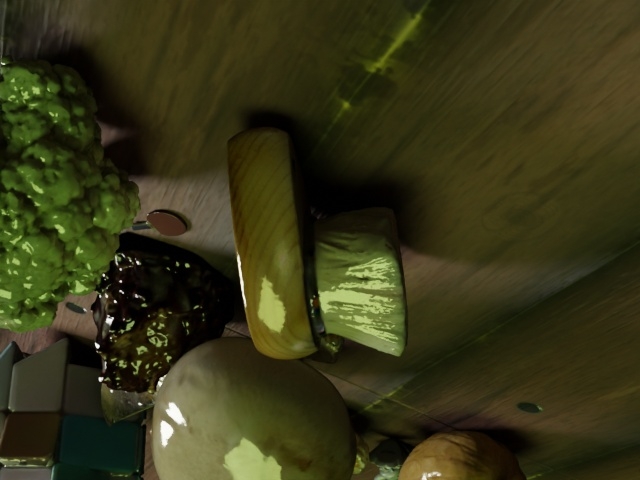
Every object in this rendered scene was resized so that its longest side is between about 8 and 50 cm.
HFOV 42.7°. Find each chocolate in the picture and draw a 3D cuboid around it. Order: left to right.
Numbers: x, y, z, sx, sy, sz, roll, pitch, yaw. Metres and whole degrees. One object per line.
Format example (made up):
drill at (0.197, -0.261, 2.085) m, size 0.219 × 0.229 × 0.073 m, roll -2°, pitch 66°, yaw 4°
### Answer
chocolate at (-0.240, 0.127, 1.141) m, size 0.206 × 0.177 × 0.224 m, roll -12°, pitch 139°, yaw 39°

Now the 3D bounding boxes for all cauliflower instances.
cauliflower at (-0.320, -0.061, 0.888) m, size 0.260 × 0.281 × 0.327 m, roll 8°, pitch 127°, yaw -27°

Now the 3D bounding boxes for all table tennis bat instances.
table tennis bat at (-0.210, -0.021, 1.057) m, size 0.083 × 0.007 × 0.050 m, roll -5°, pitch 142°, yaw 28°

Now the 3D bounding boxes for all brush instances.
brush at (0.000, 0.000, 0.864) m, size 0.166 × 0.174 × 0.266 m, roll -7°, pitch 121°, yaw 7°

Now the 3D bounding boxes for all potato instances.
potato at (-0.271, 0.221, 1.389) m, size 0.261 × 0.120 × 0.100 m, roll -27°, pitch 171°, yaw 40°

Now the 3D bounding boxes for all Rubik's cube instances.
Rubik's cube at (-0.506, 0.379, 1.501) m, size 0.368 × 0.387 × 0.358 m, roll 3°, pitch 154°, yaw -10°

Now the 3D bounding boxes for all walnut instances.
walnut at (0.230, 0.404, 1.321) m, size 0.195 × 0.195 × 0.222 m, roll 30°, pitch 146°, yaw -19°

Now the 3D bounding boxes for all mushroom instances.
mushroom at (-0.078, 0.248, 1.153) m, size 0.292 × 0.290 × 0.292 m, roll 6°, pitch 113°, yaw 14°

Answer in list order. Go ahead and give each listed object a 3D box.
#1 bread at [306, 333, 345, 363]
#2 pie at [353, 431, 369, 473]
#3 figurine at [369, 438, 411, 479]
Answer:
bread at (-0.005, 0.124, 1.118) m, size 0.083 × 0.070 × 0.076 m, roll 17°, pitch 147°, yaw 6°
pie at (-0.010, 0.344, 1.440) m, size 0.205 × 0.084 × 0.179 m, roll 29°, pitch 144°, yaw -6°
figurine at (0.132, 0.399, 1.457) m, size 0.094 × 0.082 × 0.086 m, roll 2°, pitch 123°, yaw 18°
